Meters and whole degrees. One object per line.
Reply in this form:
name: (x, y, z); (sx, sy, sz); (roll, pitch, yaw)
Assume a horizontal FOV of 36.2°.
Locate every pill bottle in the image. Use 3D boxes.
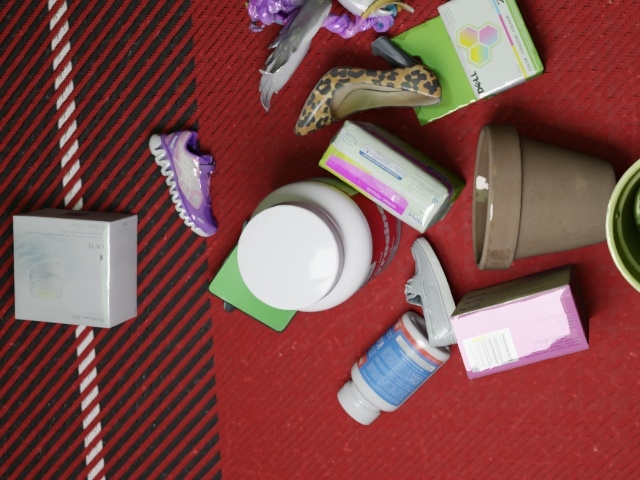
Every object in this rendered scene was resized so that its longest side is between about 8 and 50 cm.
pill bottle: (0.000, 0.000, 1.768); (0.229, 0.408, 0.229); (2, 99, 16)
pill bottle: (0.138, 0.254, 1.914); (0.124, 0.124, 0.221); (45, 105, 6)

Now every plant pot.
plant pot: (0.396, -0.073, 1.741); (0.229, 0.263, 0.263); (3, 99, 4)
plant pot: (0.628, -0.042, 1.668); (0.276, 0.254, 0.276); (2, 99, 15)

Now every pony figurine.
pony figurine: (-0.048, -0.450, 1.797); (0.363, 0.303, 0.351); (43, 82, -6)

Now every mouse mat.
mouse mat: (-0.114, 0.086, 1.974); (0.190, 0.007, 0.152); (33, 99, -17)

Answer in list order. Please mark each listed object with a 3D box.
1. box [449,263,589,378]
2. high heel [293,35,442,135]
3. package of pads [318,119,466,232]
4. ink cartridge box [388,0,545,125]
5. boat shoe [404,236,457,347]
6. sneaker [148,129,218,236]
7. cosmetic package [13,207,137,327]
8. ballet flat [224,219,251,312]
box: (0.365, 0.142, 1.772); (0.213, 0.243, 0.117); (-17, 93, 16)
high heel: (0.089, -0.248, 1.813); (0.261, 0.093, 0.186); (-42, 60, -4)
package of pads: (0.132, -0.122, 1.772); (0.229, 0.296, 0.101); (34, 102, 9)
ink cartridge box: (0.260, -0.343, 1.811); (0.255, 0.097, 0.189); (-24, 91, 17)
boat shoe: (0.200, 0.097, 1.853); (0.081, 0.079, 0.227); (-17, 61, 1)
sneaker: (-0.256, -0.125, 1.992); (0.104, 0.095, 0.236); (-24, 90, 10)
cosmetic package: (-0.514, 0.056, 2.063); (0.224, 0.138, 0.224); (4, 100, 15)
ballet flat: (-0.142, 0.059, 1.995); (0.074, 0.074, 0.203); (17, 100, 13)
